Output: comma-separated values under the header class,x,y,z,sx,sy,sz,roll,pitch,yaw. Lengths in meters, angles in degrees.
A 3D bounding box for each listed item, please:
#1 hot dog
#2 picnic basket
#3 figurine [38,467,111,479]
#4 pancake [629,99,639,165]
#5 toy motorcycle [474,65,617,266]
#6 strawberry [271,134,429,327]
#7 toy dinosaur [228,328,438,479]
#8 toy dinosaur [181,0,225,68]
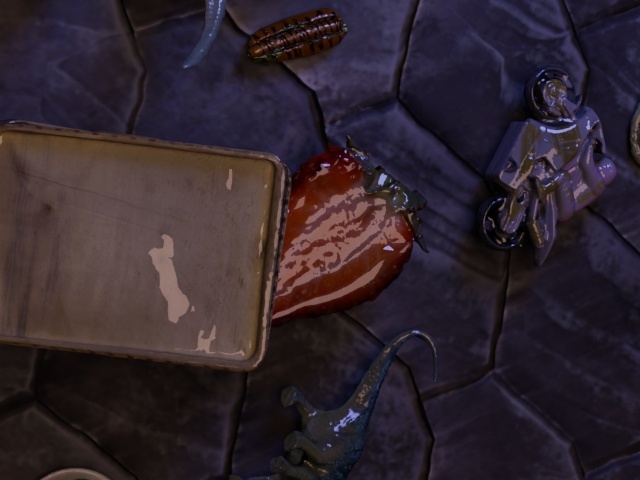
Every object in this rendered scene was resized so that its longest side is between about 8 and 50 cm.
class,x,y,z,sx,sy,sz,roll,pitch,yaw
hot dog,-0.025,-0.224,1.834,0.122,0.037,0.049,-22,96,-19
picnic basket,-0.195,0.003,1.689,0.312,0.175,0.228,7,90,0
figurine,-0.247,0.309,1.720,0.132,0.153,0.132,-1,92,-19
pancake,0.414,-0.133,2.001,0.108,0.017,0.108,-2,95,-23
toy motorcycle,0.272,-0.080,1.925,0.152,0.073,0.225,23,84,-21
strawberry,0.008,0.013,1.826,0.174,0.098,0.228,34,85,-16
toy dinosaur,-0.004,0.240,1.846,0.147,0.076,0.363,33,83,-37
toy dinosaur,-0.095,-0.326,1.749,0.205,0.092,0.393,31,63,-20
